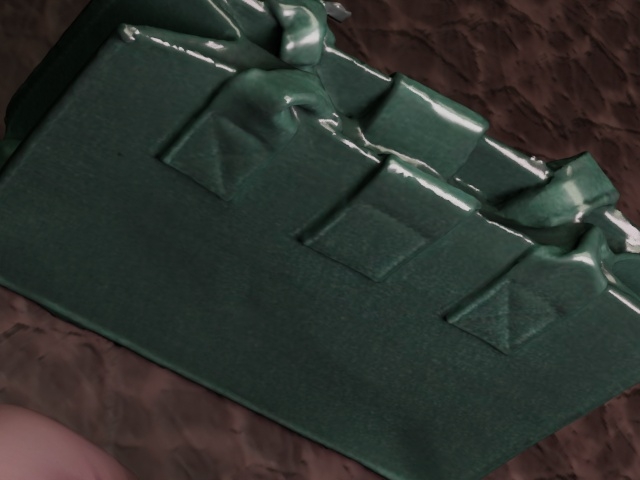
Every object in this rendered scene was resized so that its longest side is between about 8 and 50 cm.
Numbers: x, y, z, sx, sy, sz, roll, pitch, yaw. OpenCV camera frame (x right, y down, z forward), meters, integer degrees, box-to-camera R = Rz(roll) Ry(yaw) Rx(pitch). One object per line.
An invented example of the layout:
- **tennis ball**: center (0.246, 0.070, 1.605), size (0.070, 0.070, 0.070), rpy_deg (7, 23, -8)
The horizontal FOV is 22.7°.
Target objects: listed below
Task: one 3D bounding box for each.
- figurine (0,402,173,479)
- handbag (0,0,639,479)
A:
- **figurine**: center (-0.087, 0.170, 0.711), size (0.287, 0.186, 0.176), rpy_deg (1, 52, 5)
- **handbag**: center (0.000, 0.000, 0.812), size (0.326, 0.238, 0.089), rpy_deg (30, 52, -18)
